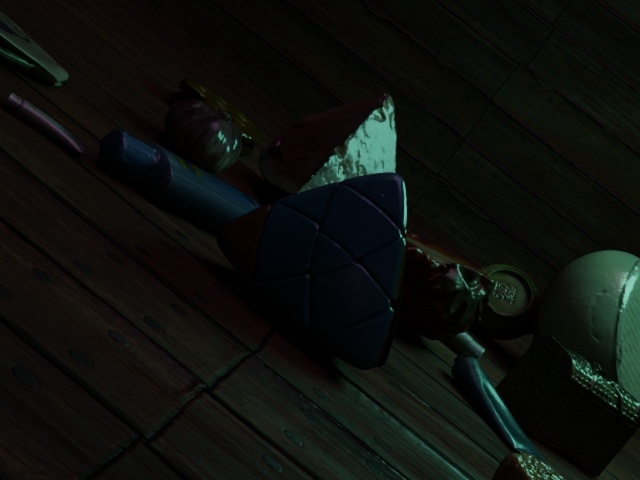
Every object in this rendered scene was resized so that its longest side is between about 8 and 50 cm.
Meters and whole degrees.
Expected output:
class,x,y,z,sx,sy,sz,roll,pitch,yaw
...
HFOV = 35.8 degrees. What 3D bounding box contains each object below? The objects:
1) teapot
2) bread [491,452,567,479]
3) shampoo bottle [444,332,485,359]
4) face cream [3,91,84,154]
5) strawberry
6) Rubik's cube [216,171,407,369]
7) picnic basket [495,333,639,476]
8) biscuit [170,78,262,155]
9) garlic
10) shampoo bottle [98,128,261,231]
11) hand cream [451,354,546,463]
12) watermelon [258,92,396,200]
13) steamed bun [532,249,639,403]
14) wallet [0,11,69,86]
class,x,y,z,sx,sy,sz,roll,pitch,yaw
teapot,0.385,0.145,2.226,0.270,0.173,0.182,18,-26,4
bread,0.257,0.303,1.146,0.122,0.073,0.149,33,10,-15
shampoo bottle,0.224,0.155,1.841,0.191,0.041,0.069,40,4,13
face cream,-0.339,-0.144,1.228,0.115,0.020,0.038,35,9,-21
strawberry,0.131,0.055,1.717,0.336,0.149,0.265,33,11,37
Rubik's cube,0.000,0.000,1.215,0.254,0.254,0.254,37,9,-7
picnic basket,0.431,0.275,1.696,0.196,0.154,0.134,35,10,-23
biscuit,-0.222,-0.263,2.118,0.220,0.066,0.220,36,10,-7
garlic,-0.201,-0.188,1.718,0.147,0.102,0.159,32,10,-26
shampoo bottle,-0.186,-0.074,1.345,0.258,0.061,0.104,29,13,-42
hand cream,0.270,0.259,1.537,0.083,0.048,0.224,29,19,-41
watermelon,0.043,-0.122,1.937,0.283,0.293,0.250,53,-13,47
steamed bun,0.584,0.203,2.117,0.241,0.374,0.374,6,-10,33
wallet,-0.518,-0.351,1.421,0.335,0.068,0.275,41,8,13
